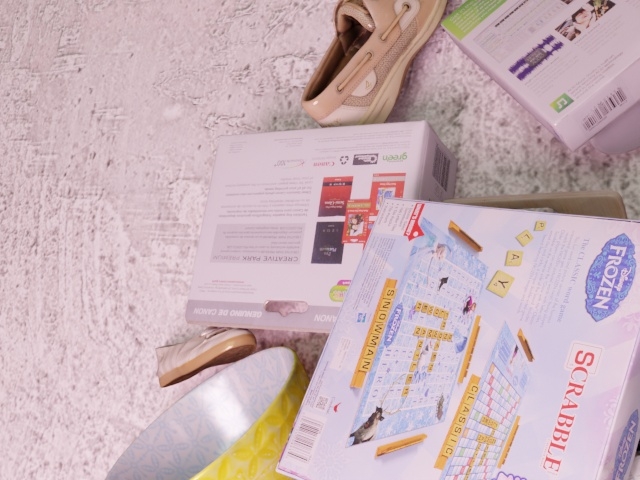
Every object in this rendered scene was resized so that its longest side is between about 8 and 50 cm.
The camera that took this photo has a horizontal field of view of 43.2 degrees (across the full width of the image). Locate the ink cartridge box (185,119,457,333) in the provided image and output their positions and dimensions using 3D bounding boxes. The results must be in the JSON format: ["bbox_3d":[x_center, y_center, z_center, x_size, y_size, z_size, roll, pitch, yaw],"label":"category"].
[{"bbox_3d":[0.000,0.000,1.056,0.309,0.130,0.272,1,71,29],"label":"ink cartridge box"}]

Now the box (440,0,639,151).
[{"bbox_3d":[0.307,-0.267,0.977,0.232,0.058,0.322,-39,38,11],"label":"box"}]

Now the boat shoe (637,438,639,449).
[{"bbox_3d":[0.255,0.143,0.890,0.258,0.089,0.109,15,78,32],"label":"boat shoe"}]

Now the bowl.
[{"bbox_3d":[-0.103,0.277,0.971,0.289,0.289,0.156,-33,102,13],"label":"bowl"}]

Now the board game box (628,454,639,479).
[{"bbox_3d":[0.282,0.257,0.770,0.305,0.193,0.053,-30,60,16],"label":"board game box"}]

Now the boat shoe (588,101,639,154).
[{"bbox_3d":[0.402,-0.218,0.953,0.267,0.096,0.088,-51,31,9],"label":"boat shoe"}]

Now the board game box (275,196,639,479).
[{"bbox_3d":[0.144,0.121,0.767,0.318,0.066,0.319,9,70,43],"label":"board game box"}]

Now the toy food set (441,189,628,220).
[{"bbox_3d":[0.186,0.085,0.853,0.219,0.092,0.306,-1,55,39],"label":"toy food set"}]

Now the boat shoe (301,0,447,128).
[{"bbox_3d":[0.080,-0.298,1.112,0.121,0.110,0.341,0,61,50],"label":"boat shoe"}]

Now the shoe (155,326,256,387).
[{"bbox_3d":[-0.162,0.146,1.076,0.219,0.076,0.058,-29,73,46],"label":"shoe"}]
